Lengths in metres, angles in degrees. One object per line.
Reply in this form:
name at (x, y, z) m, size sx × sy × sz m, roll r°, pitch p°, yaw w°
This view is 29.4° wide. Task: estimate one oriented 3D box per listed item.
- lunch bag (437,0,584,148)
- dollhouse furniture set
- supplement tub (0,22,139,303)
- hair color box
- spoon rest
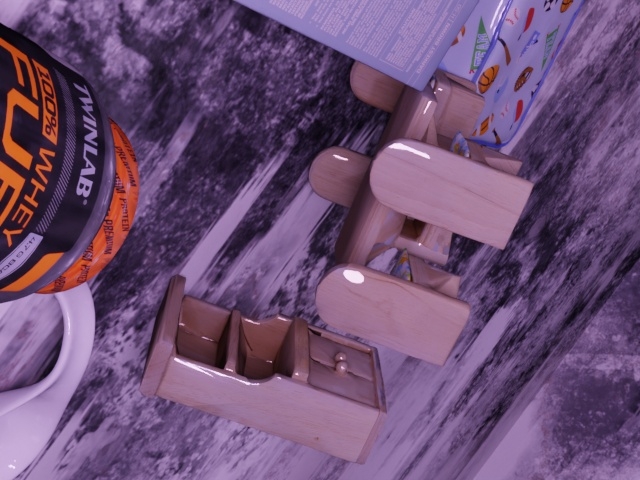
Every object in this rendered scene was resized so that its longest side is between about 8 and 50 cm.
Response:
lunch bag at (0.221, -0.255, 1.518) m, size 0.243 × 0.115 × 0.303 m, roll -4°, pitch 126°, yaw -58°
dollhouse furniture set at (0.000, 0.000, 1.288) m, size 0.362 × 0.256 × 0.394 m, roll -94°, pitch -154°, yaw -67°
supplement tub at (-0.286, -0.070, 0.856) m, size 0.207 × 0.207 × 0.338 m, roll -55°, pitch 153°, yaw 5°
hair color box at (-0.027, -0.256, 1.053) m, size 0.113 × 0.185 × 0.374 m, roll -58°, pitch 152°, yaw 11°
spoon rest at (-0.302, 0.158, 1.236) m, size 0.137 × 0.084 × 0.276 m, roll 0°, pitch 122°, yaw -57°
